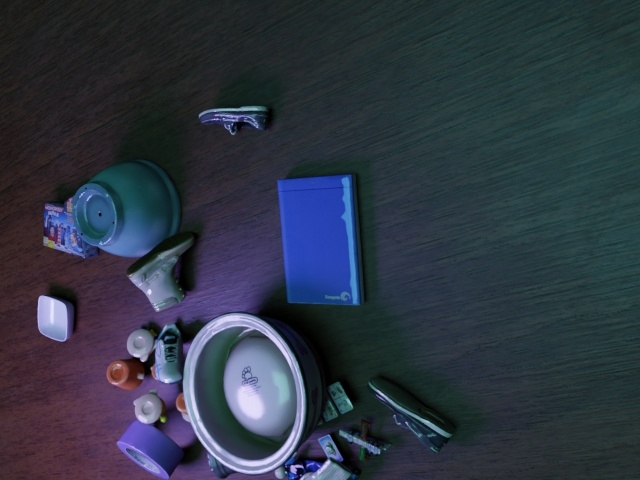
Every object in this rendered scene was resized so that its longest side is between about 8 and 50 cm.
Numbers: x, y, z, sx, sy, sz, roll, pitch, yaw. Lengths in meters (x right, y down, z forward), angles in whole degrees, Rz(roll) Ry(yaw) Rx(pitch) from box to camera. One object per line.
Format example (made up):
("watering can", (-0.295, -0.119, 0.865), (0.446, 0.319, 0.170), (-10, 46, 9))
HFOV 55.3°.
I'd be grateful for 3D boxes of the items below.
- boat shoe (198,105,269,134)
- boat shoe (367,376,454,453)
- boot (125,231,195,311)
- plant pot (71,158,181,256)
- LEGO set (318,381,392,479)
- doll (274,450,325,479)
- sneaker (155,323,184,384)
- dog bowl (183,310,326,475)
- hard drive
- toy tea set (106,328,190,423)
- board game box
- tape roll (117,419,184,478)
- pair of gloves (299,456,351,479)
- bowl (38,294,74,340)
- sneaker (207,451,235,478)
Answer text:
("boat shoe", (-0.228, -0.310, 1.590), (0.205, 0.075, 0.065), (0, 95, 23))
("boat shoe", (0.203, 0.418, 1.469), (0.233, 0.084, 0.079), (34, 112, 16))
("boot", (-0.422, 0.089, 1.744), (0.077, 0.213, 0.165), (32, 155, 56))
("plant pot", (-0.573, -0.083, 1.740), (0.292, 0.196, 0.293), (4, 100, 27))
("LEGO set", (0.065, 0.496, 1.590), (0.182, 0.060, 0.244), (-39, 78, 40))
("doll", (-0.047, 0.624, 1.655), (0.188, 0.046, 0.129), (-15, 101, 36))
("sneaker", (-0.427, 0.320, 1.724), (0.085, 0.237, 0.086), (-6, 116, -14))
("dog bowl", (-0.162, 0.383, 1.594), (0.407, 0.150, 0.409), (0, 91, 34))
("hard drive", (0.000, 0.000, 1.535), (0.210, 0.040, 0.319), (-1, 97, 28))
("toy tea set", (-0.493, 0.435, 1.849), (0.200, 0.124, 0.336), (-44, 71, -4))
("board game box", (-0.788, -0.062, 1.935), (0.194, 0.060, 0.194), (14, 103, 26))
("tape roll", (-0.508, 0.626, 1.829), (0.188, 0.080, 0.189), (21, 143, 17))
("pair of gloves", (0.047, 0.687, 1.580), (0.240, 0.042, 0.204), (43, 116, -8))
("bowl", (-0.875, 0.254, 2.035), (0.142, 0.053, 0.142), (12, 103, 25))
("sneaker", (-0.275, 0.529, 1.743), (0.130, 0.109, 0.287), (-19, 96, 19))
